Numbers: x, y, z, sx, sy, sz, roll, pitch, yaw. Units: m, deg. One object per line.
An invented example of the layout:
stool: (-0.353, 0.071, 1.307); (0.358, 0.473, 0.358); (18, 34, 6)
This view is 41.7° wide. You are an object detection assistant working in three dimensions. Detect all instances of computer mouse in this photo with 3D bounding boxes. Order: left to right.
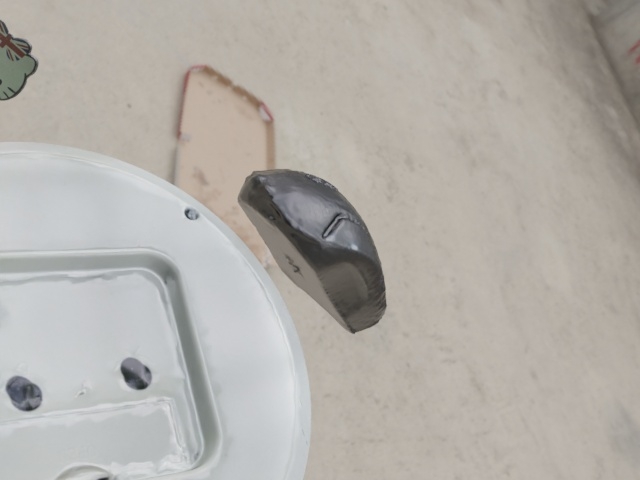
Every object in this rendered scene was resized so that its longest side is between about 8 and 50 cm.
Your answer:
computer mouse: (0.000, 0.000, 0.723); (0.122, 0.073, 0.217); (43, -11, 27)

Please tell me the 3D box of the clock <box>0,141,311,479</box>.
clock: (-0.119, 0.068, 0.367); (0.231, 0.083, 0.230); (15, 56, -23)

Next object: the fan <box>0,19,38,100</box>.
fan: (-0.232, -0.111, 0.567); (0.056, 0.083, 0.004); (39, 13, -22)
